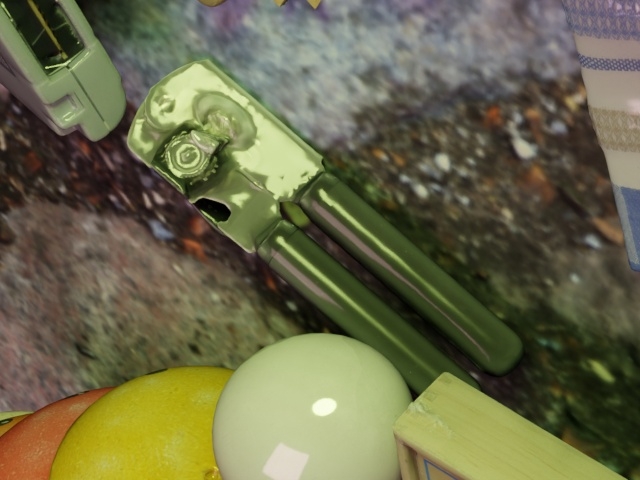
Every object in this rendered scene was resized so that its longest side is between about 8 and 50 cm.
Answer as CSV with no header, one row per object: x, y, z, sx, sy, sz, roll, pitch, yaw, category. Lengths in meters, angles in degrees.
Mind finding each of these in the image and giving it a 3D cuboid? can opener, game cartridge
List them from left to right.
-0.232,-0.201,1.122,0.196,0.060,0.294,33,160,45,game cartridge
0.000,0.000,1.174,0.283,0.076,0.095,41,175,7,can opener

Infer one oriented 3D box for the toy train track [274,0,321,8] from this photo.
-0.005,-0.162,1.057,0.048,0.014,0.083,48,138,10,toy train track

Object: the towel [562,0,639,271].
0.205,-0.087,0.902,0.209,0.034,0.285,10,131,40,towel

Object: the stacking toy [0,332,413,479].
-0.083,0.194,1.234,0.350,0.350,0.480,48,134,-1,stacking toy

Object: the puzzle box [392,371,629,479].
0.179,0.277,1.115,0.272,0.052,0.409,30,149,35,puzzle box

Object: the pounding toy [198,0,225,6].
-0.125,-0.208,1.064,0.206,0.094,0.181,51,143,-6,pounding toy
